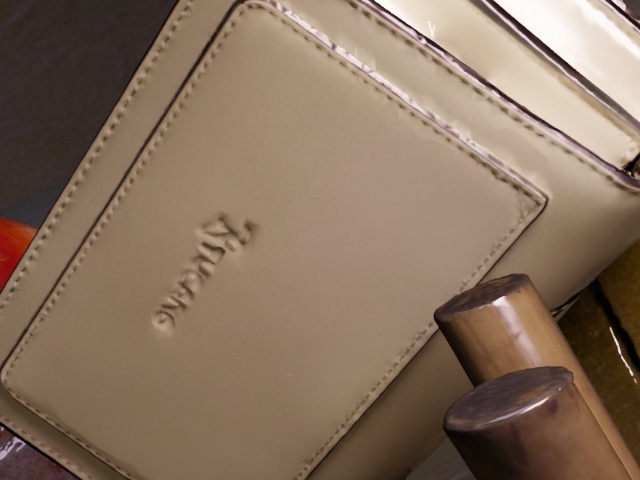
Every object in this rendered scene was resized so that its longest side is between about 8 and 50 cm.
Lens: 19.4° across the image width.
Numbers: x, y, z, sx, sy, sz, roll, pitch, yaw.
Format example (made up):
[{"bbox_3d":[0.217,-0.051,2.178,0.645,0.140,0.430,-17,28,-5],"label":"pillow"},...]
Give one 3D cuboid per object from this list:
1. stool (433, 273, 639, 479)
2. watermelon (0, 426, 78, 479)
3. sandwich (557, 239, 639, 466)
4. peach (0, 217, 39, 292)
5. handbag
[{"bbox_3d":[0.163,0.096,0.729,0.272,0.178,0.272,-20,10,4],"label":"stool"},{"bbox_3d":[-0.153,0.113,1.162,0.262,0.201,0.213,-29,5,-21],"label":"watermelon"},{"bbox_3d":[0.173,0.012,1.034,0.109,0.292,0.212,-32,-9,21],"label":"sandwich"},{"bbox_3d":[-0.273,0.086,1.404,0.243,0.243,0.199,-26,-18,-26],"label":"peach"},{"bbox_3d":[0.000,0.000,0.944,0.358,0.237,0.160,-52,-1,39],"label":"handbag"}]
